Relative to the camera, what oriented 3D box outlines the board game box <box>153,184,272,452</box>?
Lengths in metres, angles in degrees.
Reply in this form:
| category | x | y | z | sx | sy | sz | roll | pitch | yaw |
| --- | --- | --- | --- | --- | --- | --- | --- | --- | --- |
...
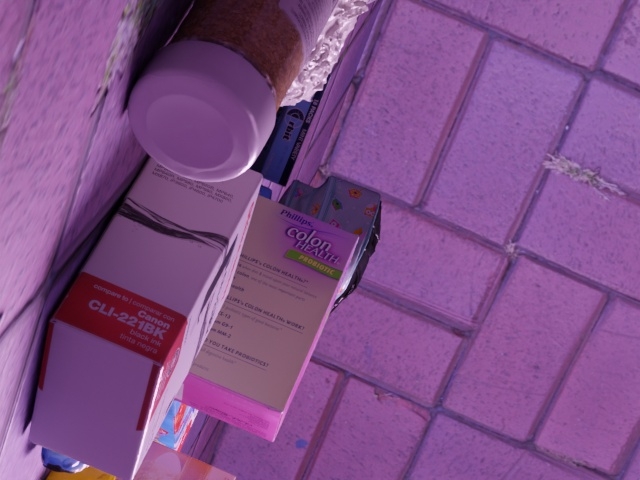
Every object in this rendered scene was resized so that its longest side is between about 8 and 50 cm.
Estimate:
| category | x | y | z | sx | sy | sz | roll | pitch | yaw |
| --- | --- | --- | --- | --- | --- | --- | --- | --- | --- |
| board game box | -0.167 | 0.101 | 2.175 | 0.302 | 0.086 | 0.308 | 103 | 10 | -69 |

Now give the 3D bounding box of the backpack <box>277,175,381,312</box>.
| category | x | y | z | sx | sy | sz | roll | pitch | yaw |
| --- | --- | --- | --- | --- | --- | --- | --- | --- | --- |
| backpack | 0.000 | 0.000 | 2.138 | 0.166 | 0.144 | 0.188 | -67 | -169 | -20 |

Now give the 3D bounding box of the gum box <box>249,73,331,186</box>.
| category | x | y | z | sx | sy | sz | roll | pitch | yaw |
| --- | --- | --- | --- | --- | --- | --- | --- | --- | --- |
| gum box | -0.053 | -0.162 | 2.198 | 0.157 | 0.041 | 0.184 | -68 | -164 | 5 |

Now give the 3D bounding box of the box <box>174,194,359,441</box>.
| category | x | y | z | sx | sy | sz | roll | pitch | yaw |
| --- | --- | --- | --- | --- | --- | --- | --- | --- | --- |
| box | -0.102 | 0.075 | 1.945 | 0.117 | 0.213 | 0.243 | 106 | 7 | -65 |

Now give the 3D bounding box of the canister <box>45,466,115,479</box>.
| category | x | y | z | sx | sy | sz | roll | pitch | yaw |
| --- | --- | --- | --- | --- | --- | --- | --- | --- | --- |
| canister | -0.293 | 0.336 | 1.873 | 0.126 | 0.073 | 0.170 | -61 | 172 | -68 |

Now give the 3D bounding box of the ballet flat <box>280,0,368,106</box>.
| category | x | y | z | sx | sy | sz | roll | pitch | yaw |
| --- | --- | --- | --- | --- | --- | --- | --- | --- | --- |
| ballet flat | 0.001 | -0.302 | 1.756 | 0.147 | 0.147 | 0.409 | -63 | 177 | -57 |

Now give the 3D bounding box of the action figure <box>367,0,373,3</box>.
| category | x | y | z | sx | sy | sz | roll | pitch | yaw |
| --- | --- | --- | --- | --- | --- | --- | --- | --- | --- |
| action figure | 0.065 | -0.420 | 2.391 | 0.285 | 0.099 | 0.185 | -64 | -178 | -7 |

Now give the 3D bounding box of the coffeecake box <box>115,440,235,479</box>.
| category | x | y | z | sx | sy | sz | roll | pitch | yaw |
| --- | --- | --- | --- | --- | --- | --- | --- | --- | --- |
| coffeecake box | -0.217 | 0.321 | 2.015 | 0.068 | 0.185 | 0.142 | 108 | 5 | -62 |

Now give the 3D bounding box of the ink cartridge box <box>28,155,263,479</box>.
| category | x | y | z | sx | sy | sz | roll | pitch | yaw |
| --- | --- | --- | --- | --- | --- | --- | --- | --- | --- |
| ink cartridge box | -0.167 | 0.062 | 1.602 | 0.197 | 0.114 | 0.273 | 109 | 3 | -47 |

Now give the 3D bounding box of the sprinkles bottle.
| category | x | y | z | sx | sy | sz | roll | pitch | yaw |
| --- | --- | --- | --- | --- | --- | --- | --- | --- | --- |
| sprinkles bottle | -0.055 | -0.206 | 1.509 | 0.121 | 0.121 | 0.355 | 110 | 4 | -46 |

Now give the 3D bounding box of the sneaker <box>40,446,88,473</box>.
| category | x | y | z | sx | sy | sz | roll | pitch | yaw |
| --- | --- | --- | --- | --- | --- | --- | --- | --- | --- |
| sneaker | -0.245 | 0.160 | 1.682 | 0.073 | 0.063 | 0.162 | 79 | 25 | -53 |
